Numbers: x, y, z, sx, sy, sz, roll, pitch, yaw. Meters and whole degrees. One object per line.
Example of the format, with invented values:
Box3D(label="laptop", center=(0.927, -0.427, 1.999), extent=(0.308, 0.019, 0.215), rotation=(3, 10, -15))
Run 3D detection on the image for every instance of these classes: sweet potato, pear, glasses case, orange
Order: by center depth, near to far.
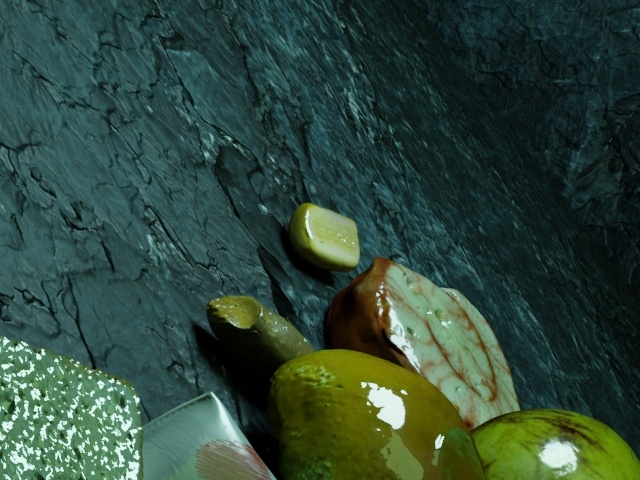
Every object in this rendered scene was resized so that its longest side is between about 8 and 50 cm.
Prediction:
Box3D(label="glasses case", center=(-0.053, 0.277, 1.318), extent=(0.308, 0.128, 0.083), rotation=(52, -22, -8))
Box3D(label="orange", center=(0.056, 0.262, 1.500), extent=(0.262, 0.196, 0.335), rotation=(28, 54, -33))
Box3D(label="sweet potato", center=(-0.031, 0.137, 1.637), extent=(0.243, 0.077, 0.077), rotation=(40, 25, -35))
Box3D(label="pear", center=(0.253, 0.321, 1.717), extent=(0.283, 0.283, 0.283), rotation=(45, 23, -25))

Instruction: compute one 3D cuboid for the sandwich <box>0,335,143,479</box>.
Box3D(label="sandwich", center=(-0.241, 0.177, 1.098), extent=(0.273, 0.095, 0.249), rotation=(35, 32, -45))

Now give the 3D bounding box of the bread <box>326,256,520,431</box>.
Box3D(label="bread", center=(0.143, 0.175, 1.918), extent=(0.327, 0.114, 0.295), rotation=(30, 33, -50))

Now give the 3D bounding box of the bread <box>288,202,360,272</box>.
Box3D(label="bread", center=(0.000, 0.000, 1.944), extent=(0.115, 0.056, 0.082), rotation=(16, 60, -46))
